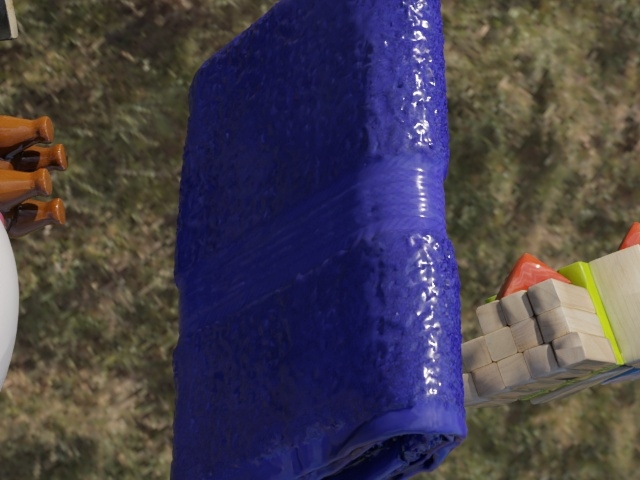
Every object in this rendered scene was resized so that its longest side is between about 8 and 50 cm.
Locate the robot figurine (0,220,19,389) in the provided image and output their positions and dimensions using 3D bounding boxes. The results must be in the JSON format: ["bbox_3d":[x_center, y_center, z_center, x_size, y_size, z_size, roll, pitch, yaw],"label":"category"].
[{"bbox_3d":[-0.229,-0.007,0.425,0.173,0.209,0.278,-21,132,30],"label":"robot figurine"}]

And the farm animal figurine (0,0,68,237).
[{"bbox_3d":[-0.281,-0.112,0.788,0.172,0.327,0.330,-7,174,4],"label":"farm animal figurine"}]

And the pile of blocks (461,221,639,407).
[{"bbox_3d":[0.234,0.050,1.060,0.362,0.113,0.149,-4,160,-38],"label":"pile of blocks"}]

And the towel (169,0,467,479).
[{"bbox_3d":[0.000,0.000,0.759,0.076,0.308,0.227,19,148,-35],"label":"towel"}]
